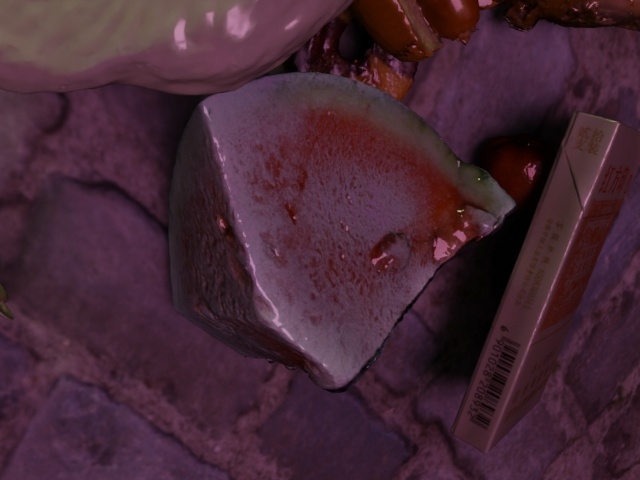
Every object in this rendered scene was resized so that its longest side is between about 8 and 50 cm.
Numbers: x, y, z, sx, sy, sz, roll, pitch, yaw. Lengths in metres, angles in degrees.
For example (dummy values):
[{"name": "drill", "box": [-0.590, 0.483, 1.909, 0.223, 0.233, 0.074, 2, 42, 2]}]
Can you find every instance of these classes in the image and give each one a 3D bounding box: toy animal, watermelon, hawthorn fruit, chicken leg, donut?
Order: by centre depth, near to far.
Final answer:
[{"name": "toy animal", "box": [-0.071, -0.204, 0.374, 0.266, 0.188, 0.308, 29, 95, 9]}, {"name": "watermelon", "box": [0.000, 0.000, 0.487, 0.320, 0.213, 0.289, -20, 140, 9]}, {"name": "donut", "box": [0.023, -0.175, 0.537, 0.140, 0.059, 0.140, -9, 113, -23]}, {"name": "chicken leg", "box": [0.213, -0.244, 0.592, 0.207, 0.101, 0.085, -2, 109, -3]}, {"name": "hawthorn fruit", "box": [0.209, -0.064, 0.664, 0.081, 0.081, 0.093, -17, 122, -19]}]

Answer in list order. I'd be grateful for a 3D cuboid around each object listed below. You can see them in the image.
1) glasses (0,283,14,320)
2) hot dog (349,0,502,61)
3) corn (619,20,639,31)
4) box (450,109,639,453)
[{"name": "glasses", "box": [-0.363, 0.049, 0.444, 0.220, 0.088, 0.189, -36, 139, 14]}, {"name": "hot dog", "box": [0.033, -0.295, 0.422, 0.158, 0.117, 0.349, -38, 108, -11]}, {"name": "corn", "box": [0.394, -0.319, 0.642, 0.086, 0.086, 0.253, 35, 93, -32]}, {"name": "box", "box": [0.263, 0.045, 0.701, 0.204, 0.051, 0.365, -6, 116, -54]}]
